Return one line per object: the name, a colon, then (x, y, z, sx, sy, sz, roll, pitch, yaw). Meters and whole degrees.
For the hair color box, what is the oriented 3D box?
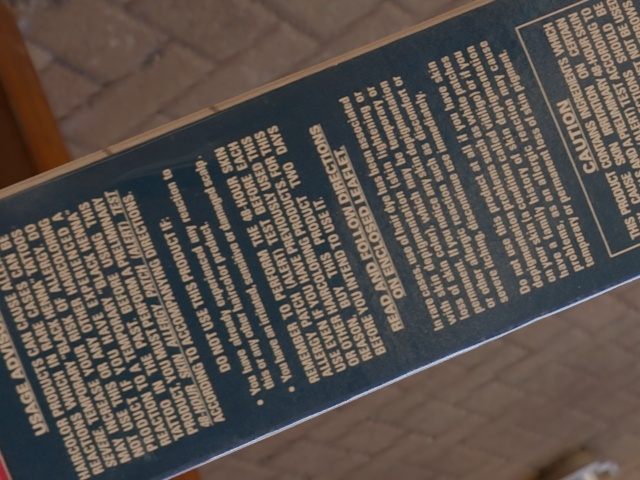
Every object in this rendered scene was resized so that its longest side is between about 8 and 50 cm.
hair color box: (0.000, 0.000, 0.574, 0.347, 0.105, 0.174, -22, 179, -5)
